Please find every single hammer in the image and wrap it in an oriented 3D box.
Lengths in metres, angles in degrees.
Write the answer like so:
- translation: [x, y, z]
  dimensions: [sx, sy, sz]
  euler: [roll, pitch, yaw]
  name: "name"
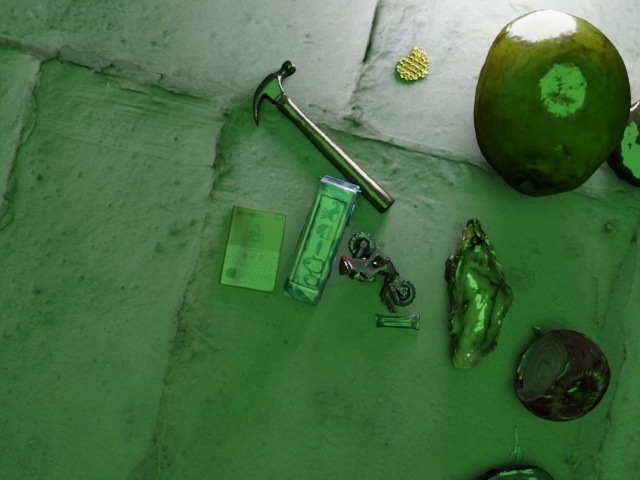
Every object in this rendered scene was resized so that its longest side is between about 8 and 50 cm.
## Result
- translation: [0.013, -0.236, 1.547]
  dimensions: [0.440, 0.044, 0.168]
  euler: [44, 88, 4]
  name: "hammer"

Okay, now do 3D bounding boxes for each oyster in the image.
- translation: [0.357, 0.121, 1.484]
  dimensions: [0.166, 0.110, 0.341]
  euler: [-12, 89, 7]
  name: "oyster"

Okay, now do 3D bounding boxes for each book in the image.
- translation: [-0.165, 0.022, 1.554]
  dimensions: [0.138, 0.016, 0.198]
  euler: [10, 87, 3]
  name: "book"

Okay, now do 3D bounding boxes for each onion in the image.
- translation: [0.555, 0.312, 1.436]
  dimensions: [0.201, 0.200, 0.207]
  euler: [26, 76, 3]
  name: "onion"

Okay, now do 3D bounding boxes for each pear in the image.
- translation: [0.498, -0.303, 1.383]
  dimensions: [0.352, 0.352, 0.413]
  euler: [-1, 75, 2]
  name: "pear"

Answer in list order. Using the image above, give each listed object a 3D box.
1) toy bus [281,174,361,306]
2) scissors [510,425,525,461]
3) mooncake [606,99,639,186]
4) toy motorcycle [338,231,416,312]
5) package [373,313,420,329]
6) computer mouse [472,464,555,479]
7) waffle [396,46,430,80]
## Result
- translation: [0.000, 0.000, 1.483]
  dimensions: [0.106, 0.131, 0.297]
  euler: [19, 97, 3]
  name: "toy bus"
- translation: [0.467, 0.483, 1.508]
  dimensions: [0.036, 0.006, 0.083]
  euler: [-4, 87, 4]
  name: "scissors"
- translation: [0.783, -0.226, 1.480]
  dimensions: [0.228, 0.124, 0.228]
  euler: [0, 90, 6]
  name: "mooncake"
- translation: [0.126, 0.086, 1.508]
  dimensions: [0.118, 0.084, 0.212]
  euler: [-41, 91, -9]
  name: "toy motorcycle"
- translation: [0.184, 0.196, 1.530]
  dimensions: [0.110, 0.015, 0.037]
  euler: [2, 86, 1]
  name: "package"
- translation: [0.374, 0.646, 1.438]
  dimensions: [0.374, 0.114, 0.203]
  euler: [-23, 57, -3]
  name: "computer mouse"
- translation: [0.228, -0.432, 1.564]
  dimensions: [0.085, 0.016, 0.078]
  euler: [-25, 86, 1]
  name: "waffle"
